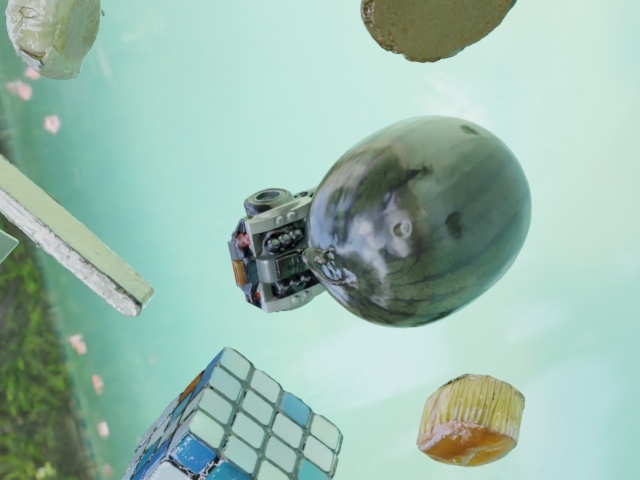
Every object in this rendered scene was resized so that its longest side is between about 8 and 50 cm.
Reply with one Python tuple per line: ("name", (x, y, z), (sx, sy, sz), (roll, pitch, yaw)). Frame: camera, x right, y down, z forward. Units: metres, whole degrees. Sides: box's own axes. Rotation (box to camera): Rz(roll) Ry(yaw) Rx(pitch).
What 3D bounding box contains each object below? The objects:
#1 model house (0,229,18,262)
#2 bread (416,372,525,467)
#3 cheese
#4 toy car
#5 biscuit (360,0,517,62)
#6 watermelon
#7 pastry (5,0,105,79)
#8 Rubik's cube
("model house", (-0.486, -0.001, 1.483), (0.149, 0.127, 0.100), (46, 158, -19))
("bread", (0.234, 0.291, 1.819), (0.190, 0.132, 0.114), (134, 155, -61))
("cheese", (-0.361, -0.050, 1.391), (0.400, 0.034, 0.085), (42, -165, -8))
("toy car", (0.000, 0.001, 1.764), (0.118, 0.301, 0.193), (25, 130, 53))
("biscuit", (0.141, -0.299, 1.316), (0.226, 0.226, 0.042), (93, 156, -47))
("watermelon", (0.128, -0.024, 1.593), (0.279, 0.359, 0.279), (28, 137, 31))
("pastry", (-0.361, -0.301, 1.581), (0.088, 0.166, 0.166), (18, 137, 16))
("Rubik's cube", (-0.089, 0.224, 1.092), (0.151, 0.154, 0.155), (-48, 10, 26))
